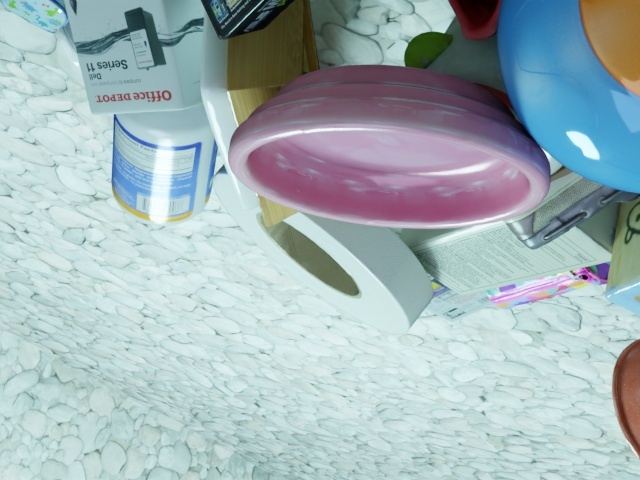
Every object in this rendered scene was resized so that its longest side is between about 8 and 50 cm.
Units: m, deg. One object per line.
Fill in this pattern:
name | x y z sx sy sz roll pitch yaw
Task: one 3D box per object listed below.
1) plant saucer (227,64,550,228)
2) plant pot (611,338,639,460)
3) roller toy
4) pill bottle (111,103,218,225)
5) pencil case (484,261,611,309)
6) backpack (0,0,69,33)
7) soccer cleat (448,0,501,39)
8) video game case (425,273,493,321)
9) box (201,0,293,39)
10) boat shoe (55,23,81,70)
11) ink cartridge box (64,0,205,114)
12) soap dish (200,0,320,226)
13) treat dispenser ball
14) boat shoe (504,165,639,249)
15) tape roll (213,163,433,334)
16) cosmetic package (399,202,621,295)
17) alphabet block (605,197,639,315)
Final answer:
plant saucer | 0.072 -0.095 1.011 0.332 0.084 0.332 7 166 2
plant pot | 0.645 0.228 1.496 0.272 0.272 0.265 25 146 -13
roller toy | 0.214 -0.172 1.099 0.191 0.146 0.209 7 144 36
pill bottle | -0.218 -0.160 1.369 0.152 0.152 0.272 18 139 1
pencil case | 0.346 0.042 1.484 0.104 0.104 0.236 30 152 -22
backpack | -0.346 -0.325 1.234 0.105 0.084 0.114 30 149 -27
soccer cleat | 0.124 -0.325 0.893 0.108 0.116 0.318 3 150 29
video game case | 0.214 0.079 1.727 0.183 0.023 0.201 26 154 -15
box | -0.061 -0.343 0.905 0.270 0.060 0.216 -26 90 55
boat shoe | -0.304 -0.257 1.372 0.063 0.066 0.184 -29 131 12
ink cartridge box | -0.217 -0.260 1.155 0.153 0.087 0.208 1 111 30
soap dish | -0.060 -0.186 1.180 0.118 0.229 0.291 -3 151 5
treat dispenser ball | 0.302 -0.185 0.859 0.288 0.288 0.288 15 154 7
boat shoe | 0.340 -0.086 1.128 0.285 0.103 0.092 -32 112 16
tape roll | 0.000 0.000 1.499 0.392 0.072 0.392 37 166 11
cosmetic package | 0.267 -0.031 1.359 0.153 0.129 0.296 35 150 -26
alphabet block | 0.496 -0.002 1.193 0.193 0.197 0.192 26 152 -15
